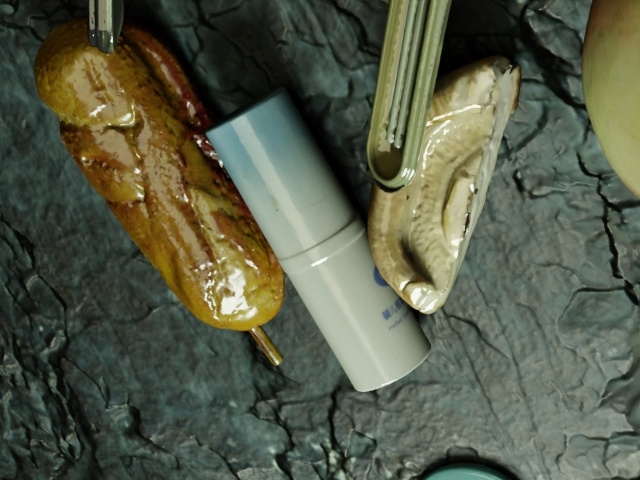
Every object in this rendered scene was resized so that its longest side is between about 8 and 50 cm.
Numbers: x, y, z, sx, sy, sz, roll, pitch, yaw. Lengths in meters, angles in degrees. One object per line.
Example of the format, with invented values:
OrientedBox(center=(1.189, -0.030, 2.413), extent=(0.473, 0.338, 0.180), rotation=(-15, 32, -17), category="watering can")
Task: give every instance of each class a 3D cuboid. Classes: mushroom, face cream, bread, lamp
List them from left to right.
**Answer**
OrientedBox(center=(-0.122, -0.034, 0.994), extent=(0.124, 0.084, 0.344), rotation=(-24, 104, 30), category="bread")
OrientedBox(center=(-0.047, -0.148, 0.869), extent=(0.283, 0.124, 0.203), rotation=(6, 105, 5), category="lamp")
OrientedBox(center=(0.000, 0.000, 0.963), extent=(0.077, 0.077, 0.250), rotation=(-24, 103, 30), category="face cream")
OrientedBox(center=(0.088, -0.051, 0.906), extent=(0.094, 0.072, 0.209), rotation=(16, 113, 12), category="mushroom")

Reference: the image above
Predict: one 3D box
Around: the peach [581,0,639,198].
OrientedBox(center=(0.287, -0.129, 0.654), extent=(0.292, 0.292, 0.247), rotation=(-39, 69, 32), category="peach")

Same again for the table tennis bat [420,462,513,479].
OrientedBox(center=(0.150, 0.292, 1.069), extent=(0.124, 0.033, 0.201), rotation=(-11, 107, 28), category="table tennis bat")
